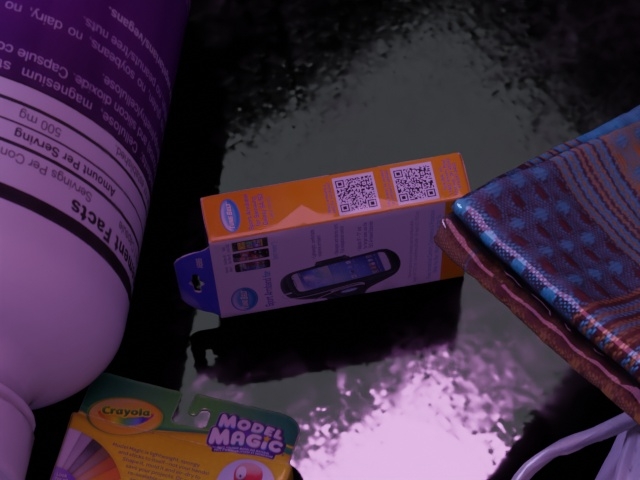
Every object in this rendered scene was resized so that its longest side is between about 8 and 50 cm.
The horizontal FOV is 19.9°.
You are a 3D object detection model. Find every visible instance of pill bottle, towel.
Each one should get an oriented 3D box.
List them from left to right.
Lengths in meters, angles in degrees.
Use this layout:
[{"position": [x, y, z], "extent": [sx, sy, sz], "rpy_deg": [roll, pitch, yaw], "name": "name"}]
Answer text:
[{"position": [-0.162, -0.049, 0.818], "extent": [0.182, 0.181, 0.323], "rpy_deg": [7, 63, 5], "name": "pill bottle"}, {"position": [0.245, 0.020, 0.744], "extent": [0.271, 0.040, 0.370], "rpy_deg": [42, 38, 20], "name": "towel"}]

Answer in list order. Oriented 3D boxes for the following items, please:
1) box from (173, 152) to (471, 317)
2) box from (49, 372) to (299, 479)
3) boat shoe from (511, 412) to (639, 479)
[{"position": [0.000, 0.000, 0.844], "extent": [0.136, 0.081, 0.028], "rpy_deg": [-8, 63, -3], "name": "box"}, {"position": [-0.077, 0.150, 0.790], "extent": [0.105, 0.043, 0.179], "rpy_deg": [13, 66, 9], "name": "box"}, {"position": [0.102, 0.168, 0.739], "extent": [0.156, 0.136, 0.367], "rpy_deg": [3, 69, 14], "name": "boat shoe"}]
